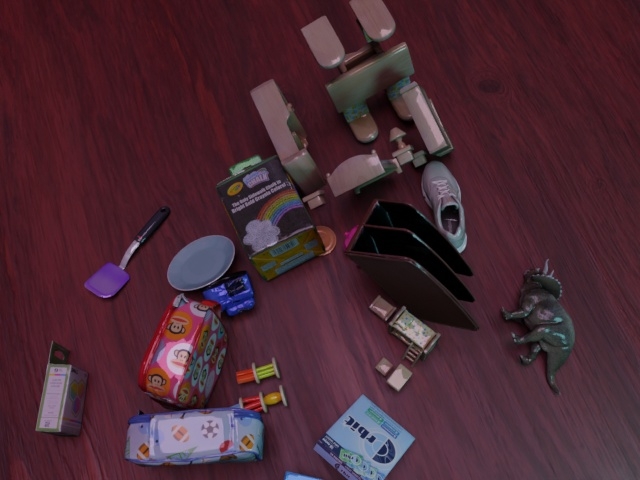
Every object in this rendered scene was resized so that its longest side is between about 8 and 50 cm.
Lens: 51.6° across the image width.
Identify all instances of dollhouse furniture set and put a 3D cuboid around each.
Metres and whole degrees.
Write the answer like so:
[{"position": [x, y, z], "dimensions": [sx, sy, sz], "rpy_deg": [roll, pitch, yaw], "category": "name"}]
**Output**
[{"position": [0.062, -0.336, 1.654], "dimensions": [0.394, 0.362, 0.256], "rpy_deg": [-27, 64, 6], "category": "dollhouse furniture set"}, {"position": [0.161, 0.236, 1.571], "dimensions": [0.182, 0.101, 0.161], "rpy_deg": [37, 76, 16], "category": "dollhouse furniture set"}, {"position": [0.132, -0.235, 1.683], "dimensions": [0.355, 0.303, 0.174], "rpy_deg": [-25, 87, 19], "category": "dollhouse furniture set"}]

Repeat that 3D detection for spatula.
[{"position": [-0.492, 0.024, 1.738], "dimensions": [0.084, 0.030, 0.296], "rpy_deg": [32, 74, 14], "category": "spatula"}]

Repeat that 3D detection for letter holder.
[{"position": [0.243, 0.058, 1.494], "dimensions": [0.214, 0.302, 0.152], "rpy_deg": [8, 62, 50], "category": "letter holder"}]

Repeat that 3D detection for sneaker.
[{"position": [0.321, -0.101, 1.680], "dimensions": [0.099, 0.121, 0.262], "rpy_deg": [-11, 66, 1], "category": "sneaker"}]

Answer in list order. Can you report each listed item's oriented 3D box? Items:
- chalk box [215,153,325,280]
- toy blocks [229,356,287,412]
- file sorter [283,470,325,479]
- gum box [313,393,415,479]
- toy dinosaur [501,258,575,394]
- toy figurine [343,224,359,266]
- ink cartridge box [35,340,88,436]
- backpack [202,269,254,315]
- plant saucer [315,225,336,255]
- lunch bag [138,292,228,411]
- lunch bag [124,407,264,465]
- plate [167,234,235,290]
[{"position": [-0.136, -0.080, 1.669], "dimensions": [0.180, 0.179, 0.289], "rpy_deg": [-26, 66, -1], "category": "chalk box"}, {"position": [-0.165, 0.355, 1.573], "dimensions": [0.148, 0.054, 0.123], "rpy_deg": [-17, 69, -2], "category": "toy blocks"}, {"position": [-0.002, 0.586, 1.445], "dimensions": [0.170, 0.104, 0.118], "rpy_deg": [11, 69, 8], "category": "file sorter"}, {"position": [0.100, 0.451, 1.472], "dimensions": [0.157, 0.041, 0.184], "rpy_deg": [38, 39, 16], "category": "gum box"}, {"position": [0.524, 0.197, 1.553], "dimensions": [0.160, 0.121, 0.313], "rpy_deg": [-21, 64, 10], "category": "toy dinosaur"}, {"position": [0.138, 0.019, 1.671], "dimensions": [0.159, 0.130, 0.173], "rpy_deg": [-6, 93, 16], "category": "toy figurine"}, {"position": [-0.607, 0.353, 1.576], "dimensions": [0.062, 0.109, 0.209], "rpy_deg": [0, 68, 4], "category": "ink cartridge box"}, {"position": [-0.226, 0.136, 1.640], "dimensions": [0.120, 0.098, 0.101], "rpy_deg": [-19, 88, -5], "category": "backpack"}, {"position": [0.000, 0.000, 1.722], "dimensions": [0.083, 0.013, 0.083], "rpy_deg": [-1, 69, 3], "category": "plant saucer"}, {"position": [-0.291, 0.250, 1.496], "dimensions": [0.120, 0.293, 0.258], "rpy_deg": [16, 67, 8], "category": "lunch bag"}, {"position": [-0.276, 0.436, 1.454], "dimensions": [0.303, 0.243, 0.115], "rpy_deg": [-1, 69, -3], "category": "lunch bag"}, {"position": [-0.300, 0.061, 1.683], "dimensions": [0.188, 0.024, 0.188], "rpy_deg": [-14, 42, 13], "category": "plate"}]
